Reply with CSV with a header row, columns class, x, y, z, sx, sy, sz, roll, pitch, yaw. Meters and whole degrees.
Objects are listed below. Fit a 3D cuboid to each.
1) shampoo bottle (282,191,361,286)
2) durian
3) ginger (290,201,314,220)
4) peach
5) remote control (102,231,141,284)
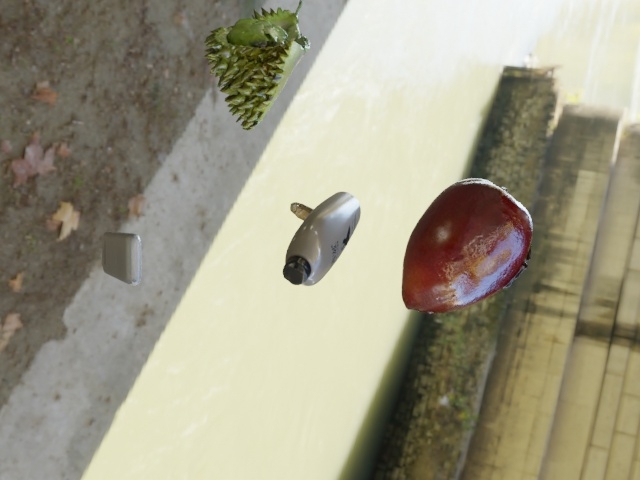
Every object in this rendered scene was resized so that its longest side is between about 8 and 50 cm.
class,x,y,z,sx,sy,sz,roll,pitch,yaw
shampoo bottle,0.000,0.000,1.401,0.257,0.078,0.127,-50,153,-56
durian,-0.086,-0.279,1.307,0.356,0.169,0.158,-92,160,-64
ginger,-0.005,-0.048,1.831,0.057,0.137,0.044,-55,170,-39
peach,0.303,0.003,1.846,0.361,0.258,0.201,-40,137,2
remote control,-0.280,0.022,1.168,0.261,0.029,0.067,-177,-93,-68
